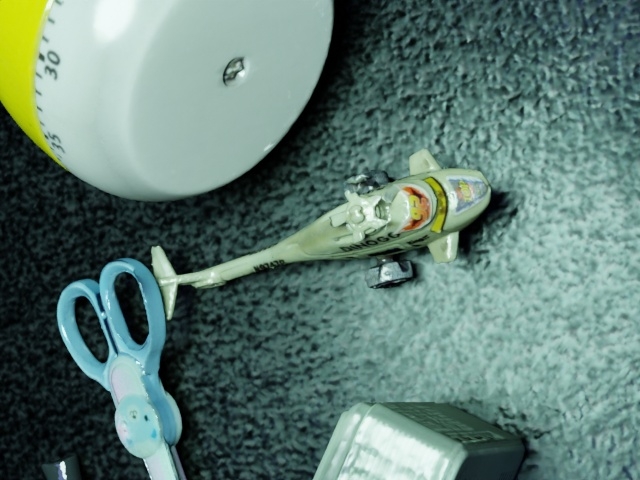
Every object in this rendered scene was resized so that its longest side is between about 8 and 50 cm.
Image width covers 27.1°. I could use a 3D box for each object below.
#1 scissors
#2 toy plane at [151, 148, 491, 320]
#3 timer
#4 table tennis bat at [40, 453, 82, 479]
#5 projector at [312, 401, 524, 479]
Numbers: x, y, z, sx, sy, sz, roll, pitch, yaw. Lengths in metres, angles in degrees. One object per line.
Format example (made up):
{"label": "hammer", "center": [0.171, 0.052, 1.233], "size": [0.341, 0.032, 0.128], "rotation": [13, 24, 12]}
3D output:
{"label": "scissors", "center": [-0.140, 0.144, 1.080], "size": [0.125, 0.030, 0.256], "rotation": [-27, 82, 42]}
{"label": "toy plane", "center": [0.000, 0.000, 1.024], "size": [0.286, 0.108, 0.092], "rotation": [-17, 81, 30]}
{"label": "timer", "center": [-0.154, -0.187, 1.012], "size": [0.285, 0.285, 0.285], "rotation": [-2, 85, 19]}
{"label": "table tennis bat", "center": [-0.181, 0.292, 1.098], "size": [0.150, 0.027, 0.236], "rotation": [-23, 80, 16]}
{"label": "projector", "center": [0.037, 0.240, 0.940], "size": [0.099, 0.192, 0.257], "rotation": [24, 93, 24]}
